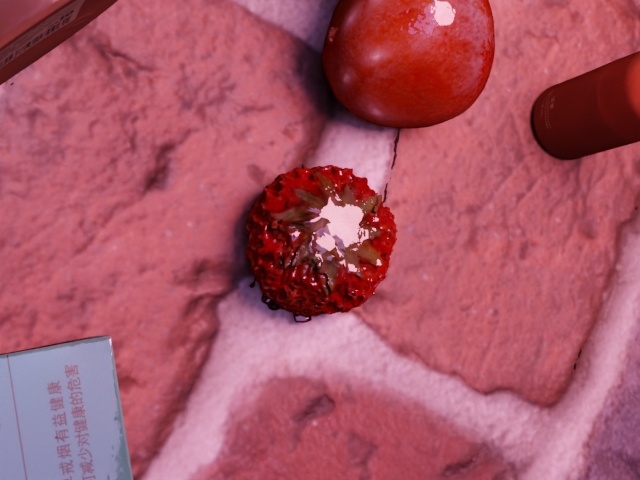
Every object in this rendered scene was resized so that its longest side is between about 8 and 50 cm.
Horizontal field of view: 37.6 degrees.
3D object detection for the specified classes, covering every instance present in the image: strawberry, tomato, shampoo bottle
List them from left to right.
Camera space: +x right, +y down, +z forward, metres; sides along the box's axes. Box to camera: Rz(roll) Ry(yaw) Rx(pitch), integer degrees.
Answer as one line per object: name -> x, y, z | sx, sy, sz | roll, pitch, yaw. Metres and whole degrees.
strawberry -> 0.000, 0.000, 0.842 | 0.145, 0.086, 0.145 | 2, 84, -20
tomato -> 0.088, -0.185, 0.853 | 0.167, 0.167, 0.167 | 2, 85, -18
shampoo bottle -> 0.293, -0.131, 0.866 | 0.085, 0.244, 0.085 | 1, 87, -21

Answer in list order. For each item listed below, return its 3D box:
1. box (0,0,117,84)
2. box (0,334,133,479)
box -> -0.268, -0.229, 0.674 | 0.301, 0.301, 0.216 | -40, 106, -17
box -> -0.272, 0.174, 0.758 | 0.229, 0.041, 0.162 | -9, 88, -19
